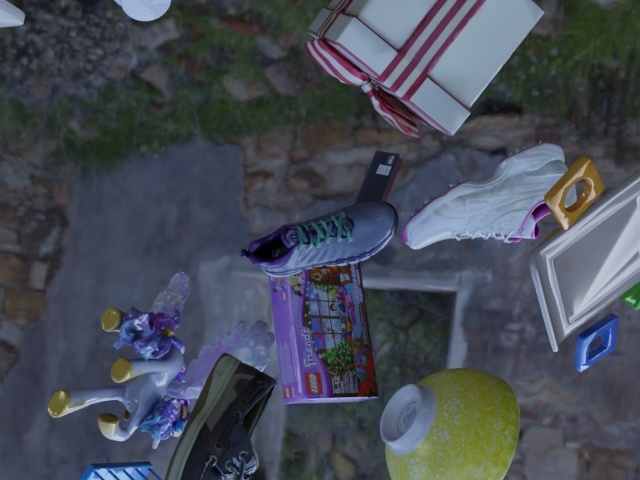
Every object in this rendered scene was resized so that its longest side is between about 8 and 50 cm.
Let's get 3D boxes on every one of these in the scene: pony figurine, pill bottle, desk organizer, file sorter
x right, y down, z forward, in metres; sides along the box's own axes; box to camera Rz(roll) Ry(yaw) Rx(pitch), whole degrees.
[{"bbox_3d":[-0.312,0.246,1.852,0.303,0.351,0.363,30,178,29],"label":"pony figurine"},{"bbox_3d":[-0.279,-0.414,1.437,0.103,0.184,0.103,-11,137,-11],"label":"pill bottle"},{"bbox_3d":[0.098,-0.080,1.576,0.047,0.130,0.050,12,161,32],"label":"desk organizer"},{"bbox_3d":[-0.282,0.390,1.324,0.104,0.118,0.170,39,-178,20],"label":"file sorter"}]

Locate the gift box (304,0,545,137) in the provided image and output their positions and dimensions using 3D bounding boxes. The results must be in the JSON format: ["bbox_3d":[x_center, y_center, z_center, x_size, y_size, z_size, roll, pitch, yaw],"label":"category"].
[{"bbox_3d":[0.144,-0.312,1.431,0.255,0.258,0.276,36,-174,-14],"label":"gift box"}]

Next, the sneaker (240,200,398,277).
[{"bbox_3d":[0.000,0.000,1.344,0.224,0.083,0.098,-21,166,18],"label":"sneaker"}]

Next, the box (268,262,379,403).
[{"bbox_3d":[0.005,0.152,1.747,0.201,0.293,0.057,7,159,-44],"label":"box"}]

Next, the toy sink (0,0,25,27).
[{"bbox_3d":[-0.517,-0.375,1.271,0.234,0.131,0.153,4,168,30],"label":"toy sink"}]

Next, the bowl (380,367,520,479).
[{"bbox_3d":[0.202,0.342,1.696,0.156,0.289,0.289,32,164,-22],"label":"bowl"}]

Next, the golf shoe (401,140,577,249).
[{"bbox_3d":[0.283,-0.045,1.581,0.306,0.140,0.115,-29,164,16],"label":"golf shoe"}]

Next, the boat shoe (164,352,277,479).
[{"bbox_3d":[-0.093,0.198,0.890,0.073,0.223,0.080,12,130,4],"label":"boat shoe"}]

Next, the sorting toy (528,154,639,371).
[{"bbox_3d":[0.314,0.013,1.093,0.047,0.196,0.347,42,166,42],"label":"sorting toy"}]
